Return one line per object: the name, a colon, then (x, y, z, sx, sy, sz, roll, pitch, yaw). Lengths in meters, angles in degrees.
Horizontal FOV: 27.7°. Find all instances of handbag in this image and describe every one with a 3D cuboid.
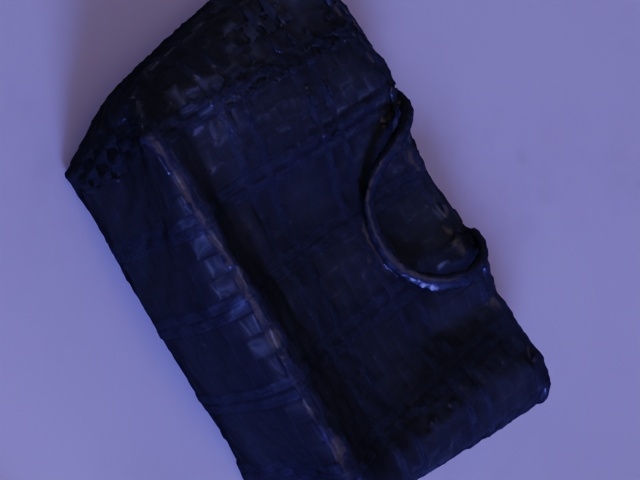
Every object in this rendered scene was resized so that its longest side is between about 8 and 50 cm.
handbag: (0.000, 0.000, 0.621, 0.175, 0.088, 0.270, -34, 98, -35)
